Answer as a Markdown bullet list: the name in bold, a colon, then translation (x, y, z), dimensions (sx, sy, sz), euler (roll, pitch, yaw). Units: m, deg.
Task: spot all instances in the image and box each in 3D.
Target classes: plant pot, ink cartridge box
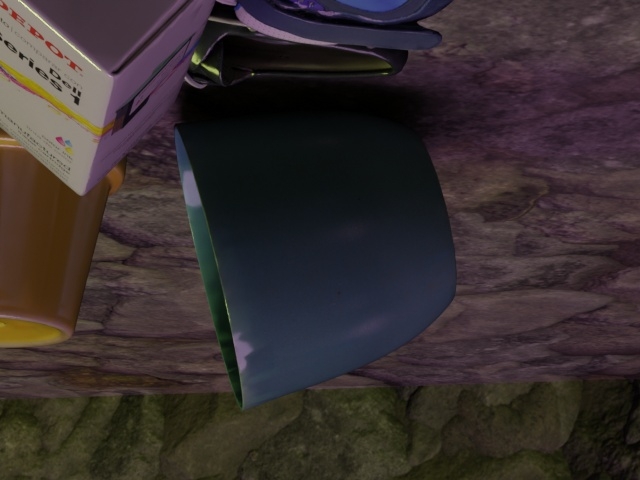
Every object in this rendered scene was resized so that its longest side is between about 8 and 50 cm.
- **plant pot**: translation (0.000, 0.000, 1.694), dimensions (0.235, 0.293, 0.293), euler (-14, 167, -8)
- **plant pot**: translation (-0.318, -0.026, 1.652), dimensions (0.254, 0.239, 0.254), euler (1, 166, 0)
- **ink cartridge box**: translation (-0.190, -0.168, 1.157), dimensions (0.201, 0.117, 0.278), euler (41, 161, 0)

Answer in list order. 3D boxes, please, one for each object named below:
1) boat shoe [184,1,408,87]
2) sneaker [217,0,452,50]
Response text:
- **boat shoe**: translation (-0.076, -0.170, 1.375), dimensions (0.302, 0.091, 0.114), euler (-4, 165, 16)
- **sneaker**: translation (-0.037, -0.208, 1.150), dimensions (0.323, 0.130, 0.236), euler (6, 161, -42)
